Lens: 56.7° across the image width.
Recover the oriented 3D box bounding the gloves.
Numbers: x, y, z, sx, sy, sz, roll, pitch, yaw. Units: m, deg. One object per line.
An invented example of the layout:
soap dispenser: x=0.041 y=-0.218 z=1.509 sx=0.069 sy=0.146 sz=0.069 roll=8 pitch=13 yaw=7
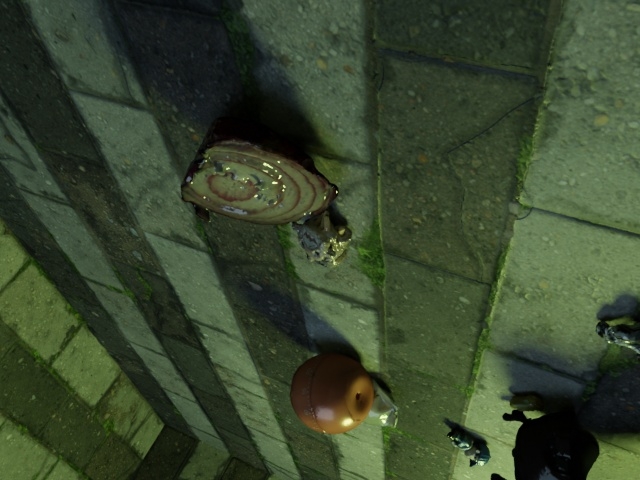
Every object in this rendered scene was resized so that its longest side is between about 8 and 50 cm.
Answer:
gloves: x=0.008 y=0.005 z=1.266 sx=0.110 sy=0.094 sz=0.144 roll=16 pitch=155 yaw=41

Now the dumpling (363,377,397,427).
dumpling: x=0.160 y=0.486 z=1.805 sx=0.181 sy=0.111 sz=0.155 roll=7 pitch=111 yaw=21

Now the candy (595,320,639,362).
candy: x=0.621 y=0.214 z=1.101 sx=0.226 sy=0.051 sz=0.094 roll=32 pitch=158 yaw=0

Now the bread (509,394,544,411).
bread: x=0.507 y=0.400 z=1.459 sx=0.049 sy=0.034 sz=0.088 roll=38 pitch=149 yaw=-14

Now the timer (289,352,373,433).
timer: x=0.031 y=0.441 z=1.716 sx=0.214 sy=0.230 sz=0.230 roll=-4 pitch=134 yaw=41

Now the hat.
hat: x=0.544 y=0.546 z=1.458 sx=0.209 sy=0.238 sz=0.336 roll=-2 pitch=146 yaw=38

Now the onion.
onion: x=-0.116 y=-0.136 z=1.140 sx=0.280 sy=0.146 sz=0.314 roll=14 pitch=154 yaw=-22

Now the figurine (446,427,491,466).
figurine: x=0.452 y=0.621 z=1.794 sx=0.136 sy=0.079 sz=0.077 roll=52 pitch=170 yaw=4
